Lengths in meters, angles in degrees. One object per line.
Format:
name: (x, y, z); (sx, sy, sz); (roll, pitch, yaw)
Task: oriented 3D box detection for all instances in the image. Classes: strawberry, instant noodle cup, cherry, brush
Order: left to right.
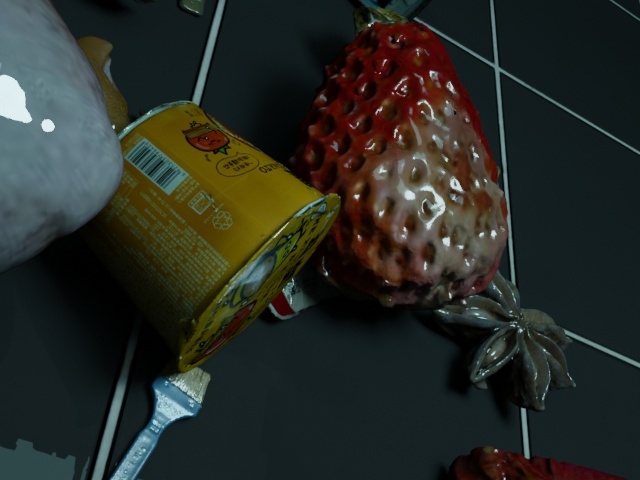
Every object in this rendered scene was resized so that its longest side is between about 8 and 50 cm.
cherry: (-0.331, -0.108, 0.554); (0.334, 0.291, 0.326); (54, 40, 3)
brush: (-0.151, 0.172, 0.695); (0.051, 0.014, 0.164); (38, 46, -8)
brush: (-0.165, -0.374, 1.050); (0.034, 0.027, 0.190); (16, 60, -23)
instant noodle cup: (-0.112, -0.012, 0.723); (0.172, 0.215, 0.216); (42, 44, 9)
strawberry: (0.102, -0.091, 0.859); (0.265, 0.149, 0.335); (2, 82, -23)

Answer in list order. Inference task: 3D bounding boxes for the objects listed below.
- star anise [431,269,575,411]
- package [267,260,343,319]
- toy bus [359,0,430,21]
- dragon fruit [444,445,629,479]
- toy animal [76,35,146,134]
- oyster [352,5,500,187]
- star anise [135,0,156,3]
star anise: (0.225, 0.123, 0.966); (0.212, 0.073, 0.197); (46, 41, 2)
package: (0.000, 0.000, 0.912); (0.239, 0.030, 0.154); (-16, 74, -43)
toy bus: (0.082, -0.510, 1.214); (0.343, 0.183, 0.199); (48, 39, -1)
dragon fruit: (0.233, 0.362, 0.777); (0.302, 0.240, 0.330); (-37, 62, -18)
toy animal: (-0.239, -0.154, 0.809); (0.179, 0.089, 0.188); (-6, 64, -57)
oyster: (0.137, -0.161, 1.056); (0.198, 0.133, 0.336); (-11, 73, -49)
star anise: (-0.254, -0.373, 0.852); (0.220, 0.214, 0.099); (24, 42, 3)
